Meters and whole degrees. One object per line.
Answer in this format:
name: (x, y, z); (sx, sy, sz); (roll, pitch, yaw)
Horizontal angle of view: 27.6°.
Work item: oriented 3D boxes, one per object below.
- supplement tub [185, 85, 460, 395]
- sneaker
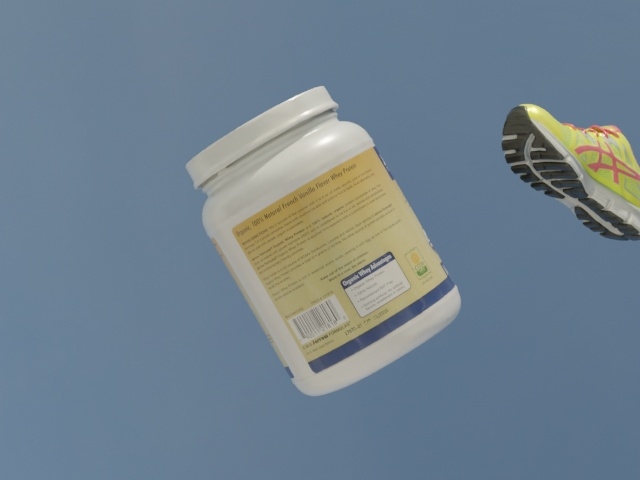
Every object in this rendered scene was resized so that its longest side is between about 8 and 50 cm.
supplement tub: (0.000, 0.000, 1.547); (0.228, 0.228, 0.316); (-29, -89, 28)
sneaker: (0.263, -0.086, 1.315); (0.081, 0.208, 0.094); (5, -116, 53)
